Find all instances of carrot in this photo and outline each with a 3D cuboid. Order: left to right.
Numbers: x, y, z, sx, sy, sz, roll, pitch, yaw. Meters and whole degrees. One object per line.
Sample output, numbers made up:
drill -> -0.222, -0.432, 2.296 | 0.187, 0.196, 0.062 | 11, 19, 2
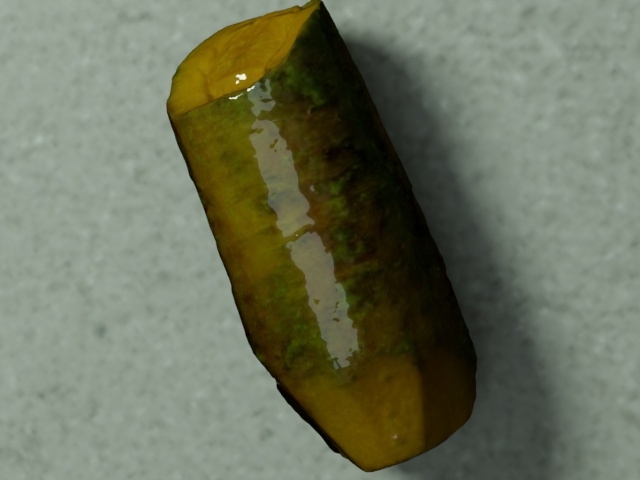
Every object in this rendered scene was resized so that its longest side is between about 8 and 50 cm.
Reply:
carrot -> 0.000, 0.000, 0.744 | 0.082, 0.082, 0.173 | -23, 97, 15
